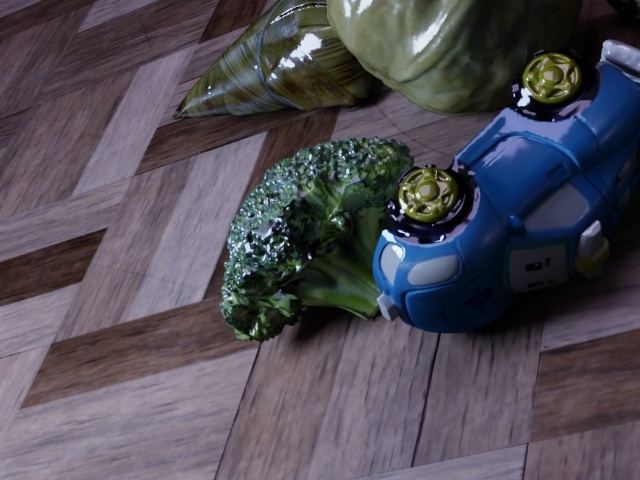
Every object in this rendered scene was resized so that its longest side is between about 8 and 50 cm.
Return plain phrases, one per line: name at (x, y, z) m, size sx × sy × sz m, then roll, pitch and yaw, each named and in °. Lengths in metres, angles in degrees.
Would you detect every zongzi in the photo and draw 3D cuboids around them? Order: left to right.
zongzi at (-0.041, -0.266, 1.980) m, size 0.300 × 0.138 × 0.286 m, roll -16°, pitch 31°, yaw 31°

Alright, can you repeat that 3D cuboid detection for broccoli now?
broccoli at (-0.003, -0.001, 1.522) m, size 0.176 × 0.198 × 0.226 m, roll 10°, pitch 74°, yaw 6°

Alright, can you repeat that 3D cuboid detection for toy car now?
toy car at (0.189, -0.023, 1.375) m, size 0.314 × 0.198 × 0.166 m, roll -42°, pitch 62°, yaw -12°

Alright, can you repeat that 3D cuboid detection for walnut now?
walnut at (0.145, -0.285, 1.669) m, size 0.282 × 0.253 × 0.276 m, roll 27°, pitch 83°, yaw 15°

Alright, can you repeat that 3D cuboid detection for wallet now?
wallet at (0.321, -0.151, 1.427) m, size 0.032 × 0.124 × 0.183 m, roll -62°, pitch -6°, yaw 9°

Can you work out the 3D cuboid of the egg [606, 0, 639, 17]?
egg at (0.357, -0.293, 1.683) m, size 0.085 × 0.085 × 0.110 m, roll -26°, pitch 44°, yaw 13°
